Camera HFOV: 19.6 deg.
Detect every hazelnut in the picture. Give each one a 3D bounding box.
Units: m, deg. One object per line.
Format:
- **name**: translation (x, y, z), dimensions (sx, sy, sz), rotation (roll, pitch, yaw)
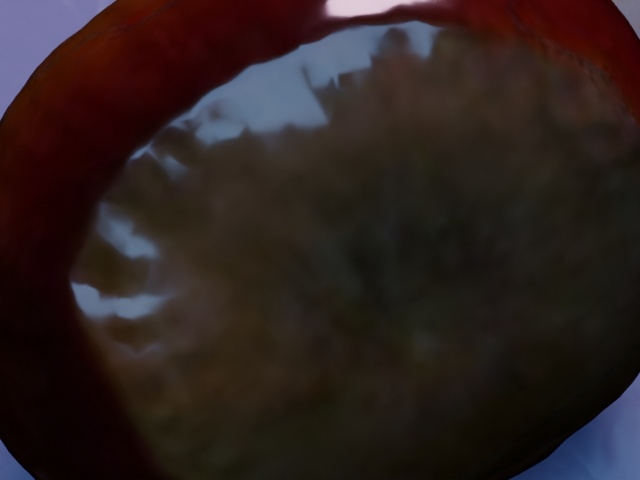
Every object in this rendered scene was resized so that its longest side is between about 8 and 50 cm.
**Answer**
- **hazelnut**: translation (0.000, 0.000, 1.035), dimensions (0.409, 0.359, 0.359), rotation (-27, 74, 1)

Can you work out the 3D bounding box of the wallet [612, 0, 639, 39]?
- **wallet**: translation (0.247, -0.107, 1.186), dimensions (0.161, 0.042, 0.195), rotation (-20, 75, 3)
